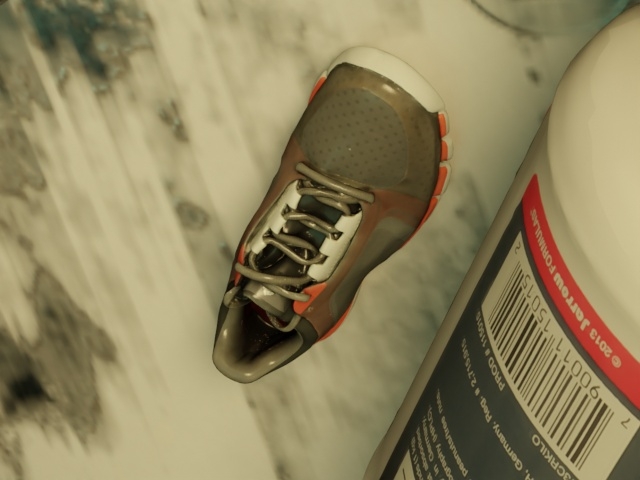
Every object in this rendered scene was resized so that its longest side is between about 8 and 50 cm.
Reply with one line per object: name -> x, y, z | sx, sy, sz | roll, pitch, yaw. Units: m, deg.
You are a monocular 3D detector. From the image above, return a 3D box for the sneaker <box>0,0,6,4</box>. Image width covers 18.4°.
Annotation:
sneaker -> -0.142, -0.179, 0.618 | 0.086, 0.163, 0.226 | -13, 114, 39

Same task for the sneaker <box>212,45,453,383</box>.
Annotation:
sneaker -> 0.000, 0.000, 0.728 | 0.061, 0.065, 0.158 | 30, 133, 9

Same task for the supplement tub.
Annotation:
supplement tub -> 0.121, 0.073, 0.622 | 0.191, 0.191, 0.272 | 30, 134, 9
